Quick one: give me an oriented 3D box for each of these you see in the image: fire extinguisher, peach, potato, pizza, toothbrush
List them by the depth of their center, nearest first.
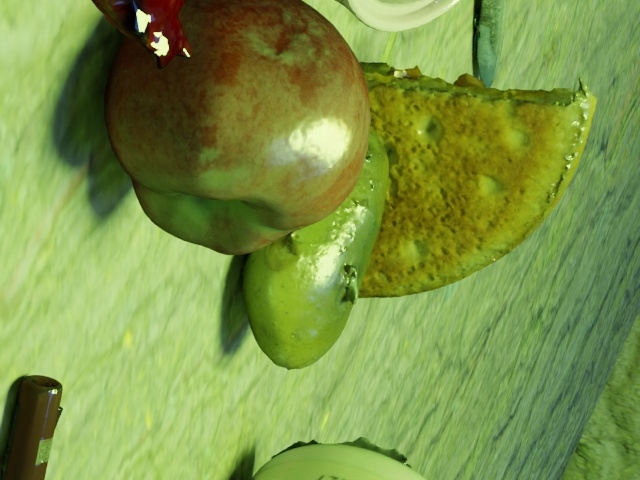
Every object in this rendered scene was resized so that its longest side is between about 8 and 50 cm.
[{"bbox_3d":[-0.052,-0.075,0.989,0.152,0.152,0.152,18,90,-74],"label":"peach"},{"bbox_3d":[-0.163,0.122,1.004,0.046,0.032,0.100,-128,-131,-67],"label":"fire extinguisher"},{"bbox_3d":[0.000,0.000,1.295,0.188,0.085,0.105,-69,156,-17],"label":"potato"},{"bbox_3d":[0.076,-0.061,1.369,0.292,0.197,0.058,-39,-170,30],"label":"pizza"},{"bbox_3d":[0.162,-0.277,1.618,0.413,0.042,0.035,88,25,-54],"label":"toothbrush"}]

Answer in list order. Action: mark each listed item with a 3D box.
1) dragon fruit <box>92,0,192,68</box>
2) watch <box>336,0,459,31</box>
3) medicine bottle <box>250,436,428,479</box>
[{"bbox_3d":[-0.057,-0.286,0.768,0.282,0.100,0.343,86,24,-49],"label":"dragon fruit"},{"bbox_3d":[0.047,-0.238,1.078,0.217,0.211,0.248,-51,153,-6],"label":"watch"},{"bbox_3d":[-0.033,0.337,1.320,0.378,0.213,0.213,-53,155,-47],"label":"medicine bottle"}]
